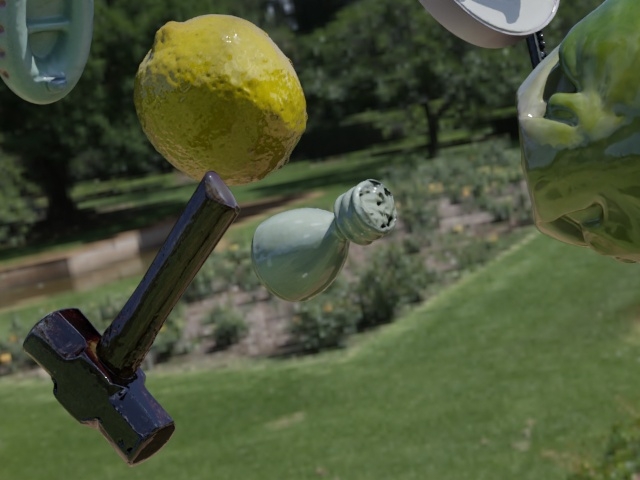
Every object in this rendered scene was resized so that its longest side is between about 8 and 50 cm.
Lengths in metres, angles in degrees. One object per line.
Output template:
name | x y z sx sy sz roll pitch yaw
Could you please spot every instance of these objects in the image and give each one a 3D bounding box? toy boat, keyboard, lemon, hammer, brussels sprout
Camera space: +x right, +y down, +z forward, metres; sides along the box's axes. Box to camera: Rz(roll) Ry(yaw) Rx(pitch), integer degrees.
toy boat | -0.338 -0.264 1.635 0.134 0.207 0.079 -13 33 -39
keyboard | 0.295 -0.174 1.709 0.025 0.230 0.094 -13 1 10
lemon | -0.150 -0.208 2.044 0.254 0.310 0.253 -25 36 20
hammer | -0.222 0.086 1.792 0.408 0.242 0.095 -54 -21 21
brussels sprout | 0.346 -0.116 1.238 0.355 0.289 0.281 -18 9 -3

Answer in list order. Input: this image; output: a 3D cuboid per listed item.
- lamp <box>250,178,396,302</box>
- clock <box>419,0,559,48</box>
lamp | 0.000 0.000 1.467 0.106 0.106 0.193 -17 -10 -47
clock | 0.118 -0.254 1.016 0.172 0.198 0.064 16 -24 -31
